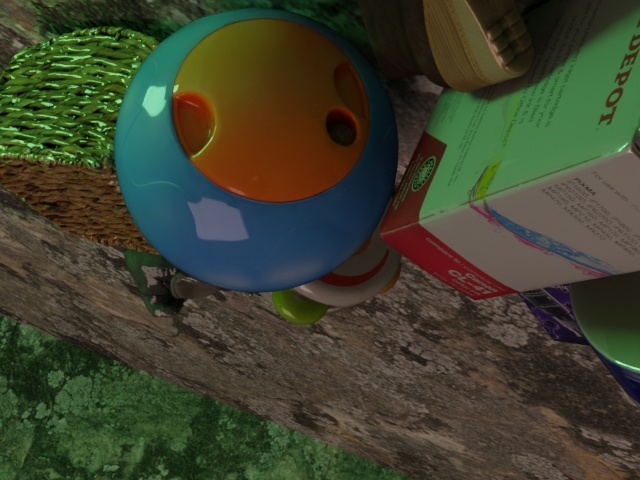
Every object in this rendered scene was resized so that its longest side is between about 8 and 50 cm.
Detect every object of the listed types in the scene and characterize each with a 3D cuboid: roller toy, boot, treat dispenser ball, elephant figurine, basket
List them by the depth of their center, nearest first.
[{"bbox_3d":[0.065,-0.235,0.758,0.207,0.090,0.248,23,142,62],"label":"boot"},{"bbox_3d":[-0.064,-0.091,0.951,0.288,0.288,0.288,23,157,10],"label":"treat dispenser ball"},{"bbox_3d":[-0.259,-0.127,1.191,0.299,0.213,0.223,8,154,37],"label":"basket"},{"bbox_3d":[0.000,0.000,1.216,0.191,0.209,0.146,67,154,4],"label":"roller toy"},{"bbox_3d":[-0.170,0.028,1.444,0.240,0.186,0.169,-6,99,31],"label":"elephant figurine"}]

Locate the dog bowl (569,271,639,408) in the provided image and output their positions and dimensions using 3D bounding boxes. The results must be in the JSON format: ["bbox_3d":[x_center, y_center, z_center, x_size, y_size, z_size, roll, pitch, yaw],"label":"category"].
[{"bbox_3d":[0.355,0.034,0.797,0.265,0.264,0.104,0,143,48],"label":"dog bowl"}]

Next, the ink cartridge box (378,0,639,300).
[{"bbox_3d":[0.208,-0.088,0.743,0.131,0.226,0.306,36,157,-20],"label":"ink cartridge box"}]

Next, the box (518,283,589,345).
[{"bbox_3d":[0.308,0.029,1.045,0.153,0.108,0.207,3,148,43],"label":"box"}]
